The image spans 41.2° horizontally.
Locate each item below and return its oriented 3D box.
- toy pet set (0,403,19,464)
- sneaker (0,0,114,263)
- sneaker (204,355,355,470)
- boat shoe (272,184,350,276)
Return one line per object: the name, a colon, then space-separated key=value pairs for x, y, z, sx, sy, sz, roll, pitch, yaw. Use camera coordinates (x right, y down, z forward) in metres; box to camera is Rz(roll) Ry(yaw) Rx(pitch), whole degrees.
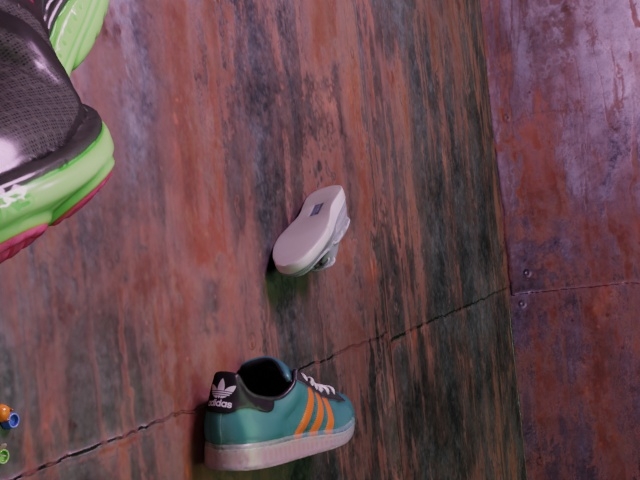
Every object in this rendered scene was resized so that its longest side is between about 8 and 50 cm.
toy pet set: x=-0.266 y=0.177 z=0.652 sx=0.114 sy=0.065 sz=0.122 roll=47 pitch=44 yaw=-53
sneaker: x=-0.252 y=-0.131 z=0.545 sx=0.202 sy=0.185 sz=0.483 roll=50 pitch=13 yaw=-38
sneaker: x=-0.039 y=0.205 z=1.079 sx=0.302 sy=0.108 sz=0.121 roll=4 pitch=85 yaw=-63
boat shoe: x=-0.001 y=0.000 z=1.239 sx=0.081 sy=0.079 sz=0.227 roll=67 pitch=26 yaw=-23
